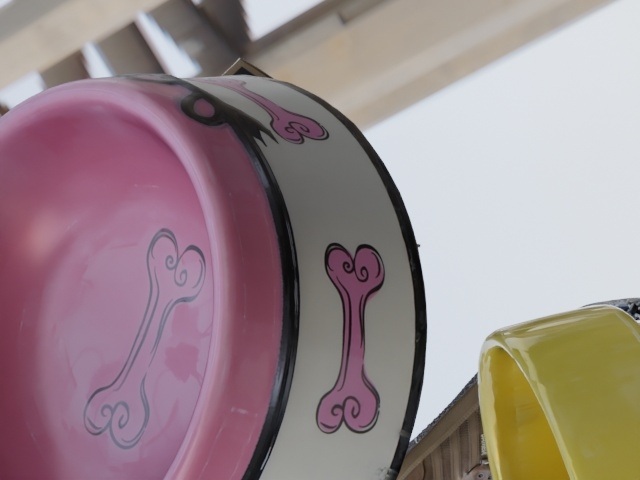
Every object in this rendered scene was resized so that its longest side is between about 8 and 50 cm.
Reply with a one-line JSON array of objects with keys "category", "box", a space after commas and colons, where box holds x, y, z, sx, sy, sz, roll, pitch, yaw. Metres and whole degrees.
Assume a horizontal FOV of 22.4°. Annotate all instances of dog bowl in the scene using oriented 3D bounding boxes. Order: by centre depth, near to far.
[{"category": "dog bowl", "box": [-0.133, 0.070, 1.101, 0.150, 0.408, 0.408, 15, -129, -47]}]

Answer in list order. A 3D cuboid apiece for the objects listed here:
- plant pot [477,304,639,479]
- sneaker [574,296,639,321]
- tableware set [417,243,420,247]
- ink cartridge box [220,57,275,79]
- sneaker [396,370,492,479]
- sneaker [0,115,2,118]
[{"category": "plant pot", "box": [0.250, 0.151, 1.029, 0.254, 0.239, 0.254, 167, 90, -83]}, {"category": "sneaker", "box": [0.332, 0.078, 1.551, 0.115, 0.281, 0.105, 43, -119, -31]}, {"category": "tableware set", "box": [0.000, 0.000, 1.277, 0.154, 0.104, 0.024, 11, -92, -56]}, {"category": "ink cartridge box", "box": [-0.129, -0.040, 1.620, 0.088, 0.234, 0.193, 35, -131, 6]}, {"category": "sneaker", "box": [0.101, 0.166, 1.199, 0.071, 0.188, 0.066, 43, -170, 2]}, {"category": "sneaker", "box": [-0.310, -0.008, 1.374, 0.161, 0.102, 0.282, -34, -88, -27]}]
